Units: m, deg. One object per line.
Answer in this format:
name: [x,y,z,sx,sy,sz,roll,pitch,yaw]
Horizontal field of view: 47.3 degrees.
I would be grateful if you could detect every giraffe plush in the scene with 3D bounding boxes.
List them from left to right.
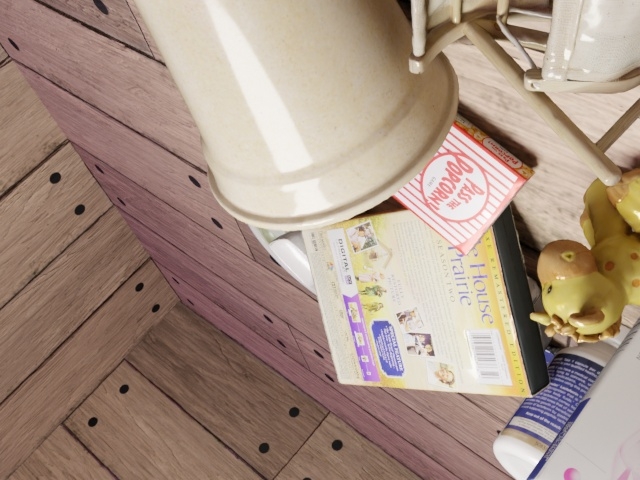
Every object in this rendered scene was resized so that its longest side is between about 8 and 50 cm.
giraffe plush: [0.324,0.041,0.843,0.181,0.170,0.210,74,171,-59]

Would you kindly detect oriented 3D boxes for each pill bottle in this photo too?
pill bottle: [0.396,0.258,1.115,0.153,0.264,0.153,36,161,15]

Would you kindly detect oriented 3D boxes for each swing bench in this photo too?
swing bench: [0.209,-0.230,0.621,0.255,0.165,0.253,39,161,27]

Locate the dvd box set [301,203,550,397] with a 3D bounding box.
dvd box set: [0.153,0.095,1.211,0.420,0.062,0.307,-10,96,49]

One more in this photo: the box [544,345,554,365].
box: [0.401,0.232,1.389,0.136,0.036,0.225,29,158,33]

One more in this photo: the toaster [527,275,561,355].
toaster: [0.294,0.124,1.236,0.227,0.129,0.146,24,151,43]

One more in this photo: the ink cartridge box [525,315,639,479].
ink cartridge box: [0.483,0.284,0.912,0.330,0.324,0.071,37,161,15]

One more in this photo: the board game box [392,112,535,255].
board game box: [0.173,-0.096,1.012,0.193,0.045,0.146,40,127,13]

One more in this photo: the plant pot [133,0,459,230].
plant pot: [-0.049,-0.234,0.806,0.334,0.334,0.305,24,157,41]

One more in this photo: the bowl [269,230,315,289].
bowl: [-0.027,0.034,1.469,0.142,0.053,0.142,47,159,-11]

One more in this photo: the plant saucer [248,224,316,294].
plant saucer: [0.000,0.000,1.575,0.400,0.100,0.400,37,160,16]
